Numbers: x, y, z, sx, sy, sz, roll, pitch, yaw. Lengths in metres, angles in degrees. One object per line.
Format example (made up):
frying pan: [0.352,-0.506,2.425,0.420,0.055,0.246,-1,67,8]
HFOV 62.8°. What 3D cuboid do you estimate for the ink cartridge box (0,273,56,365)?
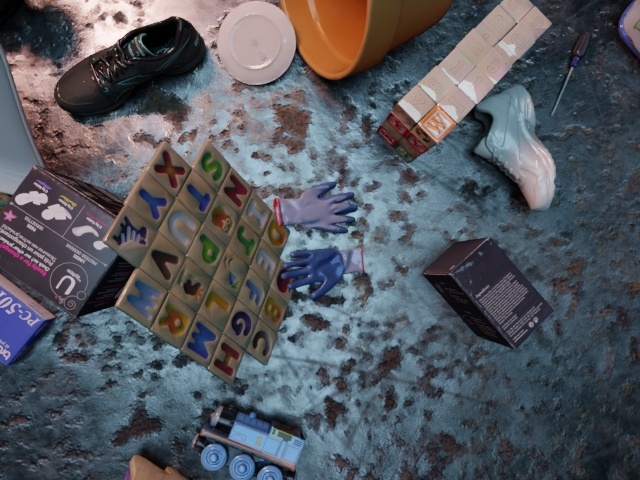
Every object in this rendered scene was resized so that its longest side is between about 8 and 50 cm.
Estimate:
ink cartridge box: [-0.556,0.102,0.863,0.207,0.046,0.097,38,86,-2]

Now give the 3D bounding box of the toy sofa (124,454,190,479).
toy sofa: [-0.249,0.462,0.717,0.177,0.362,0.150,33,86,-9]

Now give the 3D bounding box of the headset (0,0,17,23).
headset: [-0.559,-0.444,0.792,0.185,0.243,0.394,27,66,-25]

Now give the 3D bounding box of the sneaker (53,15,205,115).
sneaker: [-0.326,-0.299,0.869,0.267,0.106,0.101,-29,92,-4]

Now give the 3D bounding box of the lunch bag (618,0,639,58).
lunch bag: [0.718,-0.432,0.955,0.303,0.115,0.243,-45,89,-4]

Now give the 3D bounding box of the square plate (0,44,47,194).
square plate: [-0.575,-0.204,0.754,0.347,0.344,0.049,14,56,-4]

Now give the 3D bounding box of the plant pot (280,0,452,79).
plant pot: [0.080,-0.423,0.833,0.204,0.291,0.290,-21,90,-21]

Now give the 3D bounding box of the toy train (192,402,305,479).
toy train: [-0.117,0.343,0.876,0.184,0.080,0.105,22,77,-1]

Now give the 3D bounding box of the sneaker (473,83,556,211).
sneaker: [0.335,-0.153,0.933,0.115,0.090,0.232,-17,80,2]

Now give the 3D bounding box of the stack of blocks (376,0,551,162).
stack of blocks: [0.241,-0.275,0.880,0.087,0.171,0.297,45,85,-2]

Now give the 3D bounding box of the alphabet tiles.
alphabet tiles: [-0.150,0.032,0.775,0.342,0.011,0.285,50,47,-39]

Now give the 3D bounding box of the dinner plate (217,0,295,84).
dinner plate: [-0.114,-0.344,0.913,0.141,0.017,0.141,1,100,8]

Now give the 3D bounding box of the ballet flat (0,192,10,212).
ballet flat: [-0.616,-0.040,0.853,0.206,0.067,0.073,-18,90,-5]

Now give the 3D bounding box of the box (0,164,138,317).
box: [-0.345,0.005,0.782,0.163,0.247,0.142,33,86,-2]

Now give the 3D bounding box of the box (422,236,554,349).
box: [0.272,0.084,0.875,0.093,0.156,0.158,-42,91,-6]

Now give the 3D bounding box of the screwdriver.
screwdriver: [0.464,-0.309,0.972,0.024,0.025,0.169,23,85,-3]

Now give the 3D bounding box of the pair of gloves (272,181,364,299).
pair of gloves: [0.000,0.000,0.906,0.159,0.023,0.198,-8,94,-22]
